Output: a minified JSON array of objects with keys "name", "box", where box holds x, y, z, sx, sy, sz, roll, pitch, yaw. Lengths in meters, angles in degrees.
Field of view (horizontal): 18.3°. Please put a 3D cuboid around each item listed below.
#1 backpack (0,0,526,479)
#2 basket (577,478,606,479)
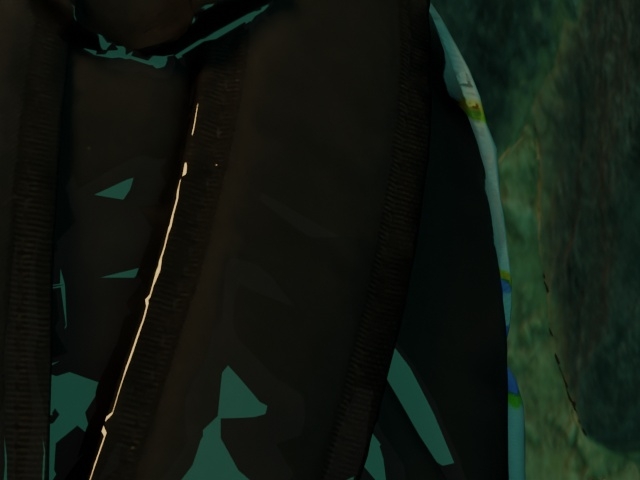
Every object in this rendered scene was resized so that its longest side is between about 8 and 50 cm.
[{"name":"backpack","box":[-0.083,0.068,0.514,0.290,0.273,0.355,8,84,-12]},{"name":"basket","box":[0.066,0.208,0.701,0.299,0.223,0.213,-31,108,-48]}]
